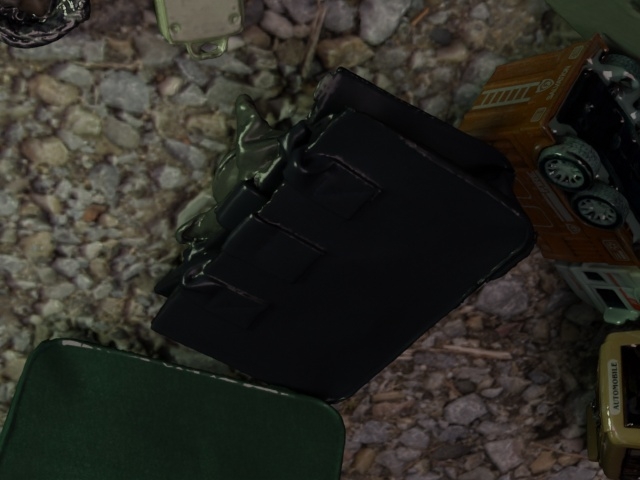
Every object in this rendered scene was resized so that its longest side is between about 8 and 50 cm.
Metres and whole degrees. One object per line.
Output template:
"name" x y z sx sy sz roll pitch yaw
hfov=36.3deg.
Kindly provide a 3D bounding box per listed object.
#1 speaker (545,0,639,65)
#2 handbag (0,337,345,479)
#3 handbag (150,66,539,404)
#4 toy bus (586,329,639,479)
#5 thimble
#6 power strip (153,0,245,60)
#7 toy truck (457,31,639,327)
"speaker" 0.409 -0.204 0.917 0.406 0.183 0.184 31 88 -32
"handbag" -0.144 0.241 0.927 0.326 0.238 0.089 17 148 -11
"handbag" 0.000 0.000 0.907 0.269 0.118 0.325 28 125 -26
"toy bus" 0.370 0.190 1.057 0.157 0.139 0.289 -1 160 15
"thimble" -0.245 -0.213 0.809 0.095 0.066 0.104 -37 115 1
"power strip" -0.116 -0.289 0.819 0.078 0.052 0.272 -12 117 -11
"toy truck" 0.273 -0.045 0.978 0.305 0.162 0.136 48 63 -28
